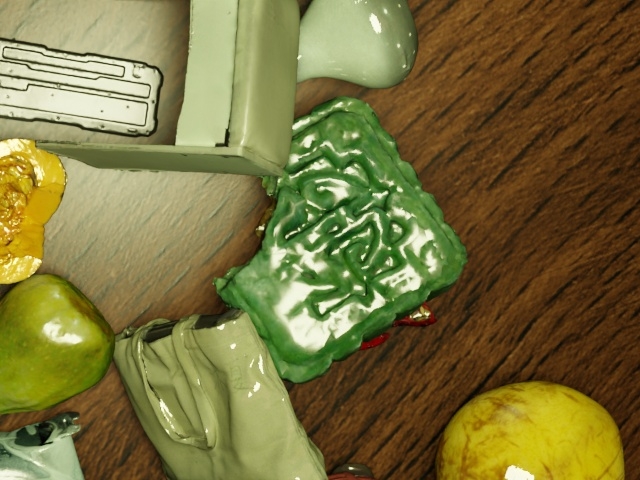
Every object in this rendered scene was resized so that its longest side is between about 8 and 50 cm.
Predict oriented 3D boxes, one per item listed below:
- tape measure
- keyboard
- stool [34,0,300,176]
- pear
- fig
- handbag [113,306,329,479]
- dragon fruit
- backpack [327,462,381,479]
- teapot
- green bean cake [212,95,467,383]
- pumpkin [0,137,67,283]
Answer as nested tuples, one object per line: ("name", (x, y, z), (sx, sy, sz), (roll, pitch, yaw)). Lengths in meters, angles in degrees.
("tape measure", (-0.422, 0.382, 1.245), (0.275, 0.147, 0.256), (-18, 105, -17))
("keyboard", (-0.343, -0.204, 1.240), (0.262, 0.016, 0.106), (7, 97, -17))
("stool", (-0.177, -0.212, 1.132), (0.270, 0.170, 0.243), (3, 86, 14))
("pear", (0.311, 0.340, 1.390), (0.281, 0.281, 0.280), (-3, 99, -16))
("fig", (-0.371, 0.143, 1.225), (0.167, 0.167, 0.233), (40, 126, -18))
("handbag", (-0.147, 0.213, 1.232), (0.109, 0.316, 0.253), (-34, 105, -42))
("dragon fruit", (0.082, 0.120, 1.372), (0.192, 0.092, 0.122), (2, 98, -16))
("backpack", (0.016, 0.448, 1.380), (0.229, 0.139, 0.229), (-3, 100, -18))
("teapot", (-0.003, -0.262, 1.258), (0.251, 0.183, 0.183), (-23, 104, 1))
("green bean cake", (0.000, 0.000, 1.246), (0.308, 0.169, 0.300), (-34, 81, -5))
("pumpkin", (-0.403, -0.041, 1.202), (0.119, 0.108, 0.183), (22, 85, -25))
